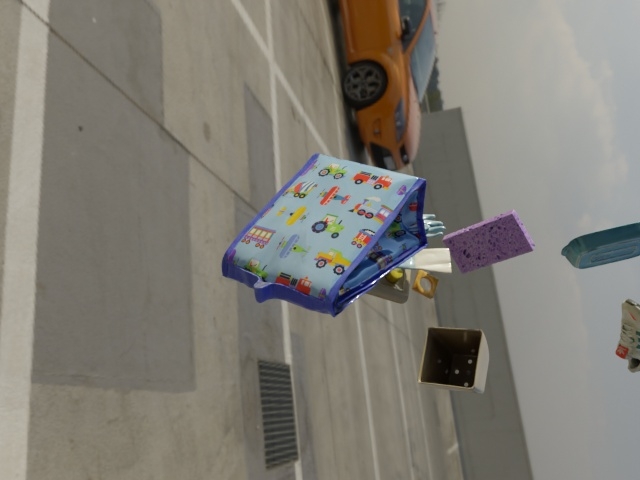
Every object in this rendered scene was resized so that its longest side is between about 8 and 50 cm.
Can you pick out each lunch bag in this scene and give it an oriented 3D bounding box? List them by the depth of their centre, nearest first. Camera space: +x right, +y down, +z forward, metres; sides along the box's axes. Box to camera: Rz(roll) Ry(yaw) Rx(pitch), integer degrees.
[{"bbox_3d":[0.000,0.000,0.940,0.293,0.221,0.138,-40,135,-37],"label":"lunch bag"}]

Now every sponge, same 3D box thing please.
[{"bbox_3d":[0.443,0.007,1.591,0.117,0.210,0.031,58,37,-11],"label":"sponge"}]

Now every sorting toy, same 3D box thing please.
[{"bbox_3d":[0.162,0.051,1.578,0.047,0.347,0.196,129,-24,-60],"label":"sorting toy"}]

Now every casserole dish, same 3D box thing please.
[{"bbox_3d":[0.597,0.014,1.238,0.114,0.188,0.037,64,16,-58],"label":"casserole dish"}]

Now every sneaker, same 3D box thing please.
[{"bbox_3d":[0.583,0.183,1.114,0.161,0.075,0.057,56,-4,-28],"label":"sneaker"}]

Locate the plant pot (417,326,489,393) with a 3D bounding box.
[{"bbox_3d":[0.257,0.230,1.111,0.096,0.109,0.109,41,57,-45],"label":"plant pot"}]

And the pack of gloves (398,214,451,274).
[{"bbox_3d":[0.216,0.007,1.565,0.046,0.232,0.195,101,-6,-50],"label":"pack of gloves"}]
